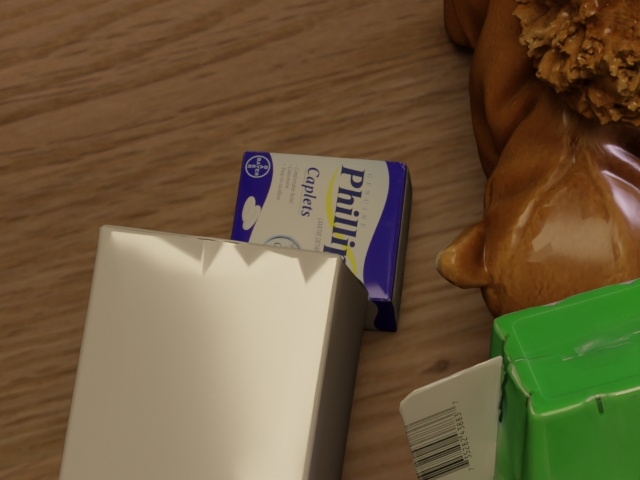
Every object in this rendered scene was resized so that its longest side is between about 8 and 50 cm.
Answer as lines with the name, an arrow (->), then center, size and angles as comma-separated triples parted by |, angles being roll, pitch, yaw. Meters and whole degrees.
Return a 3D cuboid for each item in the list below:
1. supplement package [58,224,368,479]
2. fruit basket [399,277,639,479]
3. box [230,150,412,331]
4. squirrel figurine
supplement package -> -0.078, 0.154, 1.274 | 0.177, 0.175, 0.293 | 8, 81, 10
fruit basket -> 0.237, 0.180, 1.192 | 0.327, 0.353, 0.165 | -16, 40, 0
box -> 0.000, 0.000, 1.430 | 0.137, 0.072, 0.126 | 4, 66, 8
squirrel figurine -> 0.200, -0.118, 1.284 | 0.281, 0.397, 0.370 | 14, 58, 7
